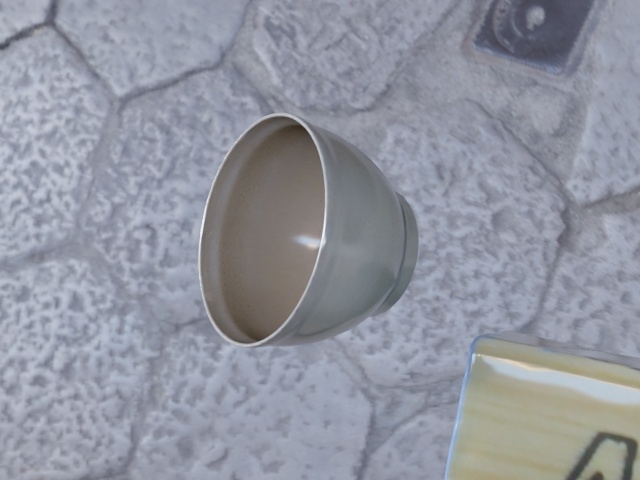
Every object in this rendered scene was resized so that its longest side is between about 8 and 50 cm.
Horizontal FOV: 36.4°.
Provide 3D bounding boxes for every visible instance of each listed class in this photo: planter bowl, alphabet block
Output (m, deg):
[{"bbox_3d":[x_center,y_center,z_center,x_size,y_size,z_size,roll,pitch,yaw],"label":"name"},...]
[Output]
[{"bbox_3d":[0.000,0.000,0.692,0.162,0.109,0.162,-20,65,52],"label":"planter bowl"},{"bbox_3d":[0.208,0.183,0.751,0.197,0.192,0.193,11,91,18],"label":"alphabet block"}]
